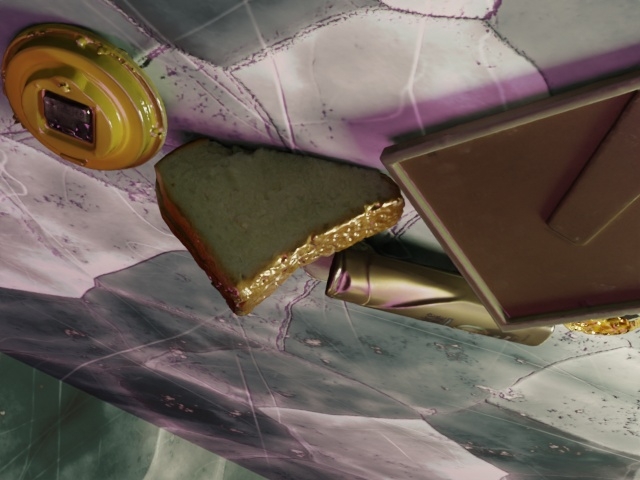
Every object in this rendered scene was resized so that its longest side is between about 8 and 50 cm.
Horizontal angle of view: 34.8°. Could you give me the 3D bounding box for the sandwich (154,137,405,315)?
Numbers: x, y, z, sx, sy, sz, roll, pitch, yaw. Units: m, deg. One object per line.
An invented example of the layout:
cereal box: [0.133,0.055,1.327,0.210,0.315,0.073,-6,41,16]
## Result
sandwich: [-0.066,-0.061,1.407,0.254,0.288,0.099,54,164,28]

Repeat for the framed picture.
framed picture: [0.320,-0.034,1.204,0.446,0.028,0.326,-13,124,44]

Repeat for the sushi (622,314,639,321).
sushi: [0.421,0.017,1.294,0.343,0.064,0.359,28,146,-26]

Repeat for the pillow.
pillow: [0.000,0.000,1.583,0.148,0.050,0.230,-9,148,27]

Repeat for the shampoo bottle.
shampoo bottle: [0.182,0.086,1.574,0.350,0.084,0.125,14,159,-10]

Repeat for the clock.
clock: [-0.313,-0.168,1.316,0.237,0.057,0.237,14,139,13]

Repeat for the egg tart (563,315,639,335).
egg tart: [0.427,0.107,1.558,0.129,0.049,0.129,8,154,4]
